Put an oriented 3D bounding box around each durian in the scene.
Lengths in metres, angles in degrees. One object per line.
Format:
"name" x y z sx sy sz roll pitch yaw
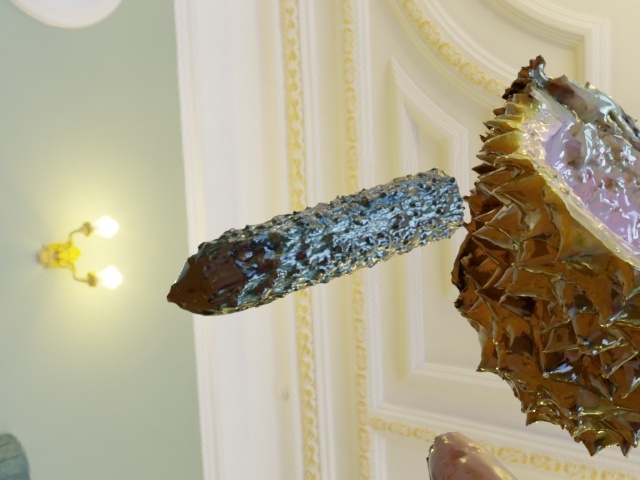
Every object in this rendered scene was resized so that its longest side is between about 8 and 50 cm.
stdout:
"durian" 0.195 0.056 0.433 0.305 0.185 0.195 37 -53 -3

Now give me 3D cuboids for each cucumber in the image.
"cucumber" 0.000 0.000 0.712 0.096 0.359 0.096 39 -42 47

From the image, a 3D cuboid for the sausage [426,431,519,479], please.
"sausage" 0.220 0.332 0.615 0.094 0.094 0.419 -47 -155 3
